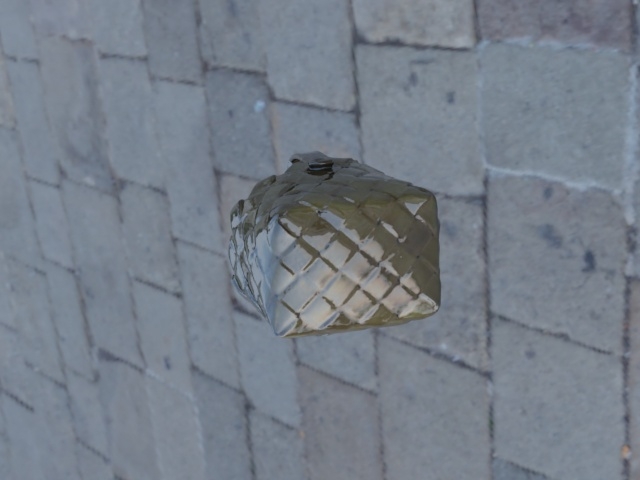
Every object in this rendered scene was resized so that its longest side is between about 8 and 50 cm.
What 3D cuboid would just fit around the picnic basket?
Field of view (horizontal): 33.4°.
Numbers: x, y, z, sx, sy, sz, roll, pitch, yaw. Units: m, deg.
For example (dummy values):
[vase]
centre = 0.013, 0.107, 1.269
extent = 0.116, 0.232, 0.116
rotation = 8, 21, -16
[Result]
[picnic basket]
centre = 0.000, 0.000, 0.780
extent = 0.178, 0.138, 0.128
rotation = -134, 40, -67
